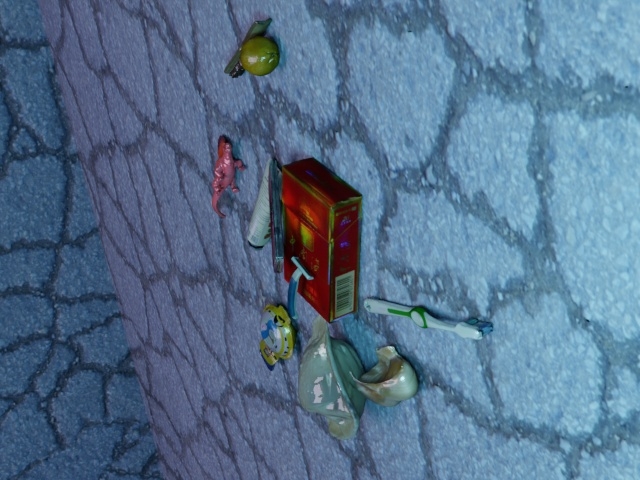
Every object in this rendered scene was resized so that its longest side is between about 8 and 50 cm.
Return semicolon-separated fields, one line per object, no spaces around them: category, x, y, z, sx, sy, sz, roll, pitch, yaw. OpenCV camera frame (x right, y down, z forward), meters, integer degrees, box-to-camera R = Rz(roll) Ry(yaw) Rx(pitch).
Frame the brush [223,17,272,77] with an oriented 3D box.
brush;-0.162;-0.429;2.038;0.036;0.043;0.248;60;152;3

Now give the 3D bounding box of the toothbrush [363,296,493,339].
toothbrush;0.192;0.151;1.783;0.418;0.040;0.042;5;115;61

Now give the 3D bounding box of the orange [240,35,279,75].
orange;-0.129;-0.398;1.951;0.095;0.085;0.085;10;117;45

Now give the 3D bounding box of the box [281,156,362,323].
box;0.000;0.000;1.984;0.197;0.089;0.313;43;142;44

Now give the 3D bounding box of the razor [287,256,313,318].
razor;-0.058;0.120;2.038;0.068;0.037;0.191;51;150;29

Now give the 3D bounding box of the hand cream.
hand cream;-0.132;-0.078;2.216;0.095;0.059;0.276;54;144;27

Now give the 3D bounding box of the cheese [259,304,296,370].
cheese;-0.122;0.266;2.416;0.157;0.064;0.250;56;148;27

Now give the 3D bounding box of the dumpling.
dumpling;0.023;0.318;2.031;0.243;0.175;0.227;49;178;-13

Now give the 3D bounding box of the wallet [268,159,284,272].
wallet;-0.101;-0.051;2.035;0.119;0.025;0.232;99;168;-70

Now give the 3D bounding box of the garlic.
garlic;0.141;0.300;1.926;0.124;0.099;0.174;56;153;-5

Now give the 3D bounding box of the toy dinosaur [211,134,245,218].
toy dinosaur;-0.263;-0.186;2.384;0.286;0.070;0.139;112;141;-57
